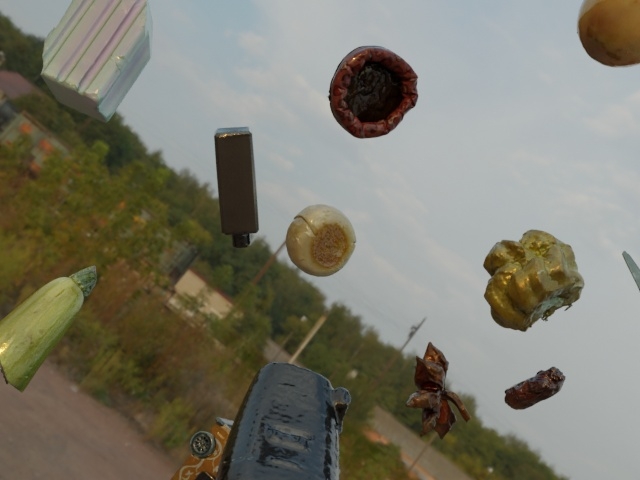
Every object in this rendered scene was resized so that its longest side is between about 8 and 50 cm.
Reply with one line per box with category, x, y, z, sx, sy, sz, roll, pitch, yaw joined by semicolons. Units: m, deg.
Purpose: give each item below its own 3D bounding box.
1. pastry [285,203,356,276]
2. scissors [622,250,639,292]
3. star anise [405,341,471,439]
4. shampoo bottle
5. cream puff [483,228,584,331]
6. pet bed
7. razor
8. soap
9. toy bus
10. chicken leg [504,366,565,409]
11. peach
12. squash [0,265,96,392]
pastry;0.000;0.000;1.683;0.156;0.156;0.092;45;-5;-29
scissors;0.803;0.170;1.850;0.447;0.192;0.029;-97;-167;-50
star anise;0.244;0.328;1.708;0.212;0.111;0.196;50;22;-44
shampoo bottle;-0.171;-0.106;1.607;0.080;0.079;0.246;-107;-166;-73
cream puff;0.427;0.070;1.617;0.195;0.221;0.195;57;-14;22
pet bed;0.107;-0.302;1.598;0.201;0.201;0.053;45;-4;-30
razor;-0.052;0.325;1.214;0.189;0.107;0.327;19;25;-3
soap;-0.372;-0.336;1.343;0.145;0.231;0.091;25;-19;9
toy bus;-0.263;0.596;1.827;0.194;0.323;0.162;36;-6;21
chicken leg;0.388;0.281;1.453;0.048;0.089;0.219;61;-27;15
peach;0.538;-0.388;1.370;0.184;0.184;0.184;37;-10;8
squash;-0.556;0.146;1.556;0.137;0.287;0.137;30;-18;11
